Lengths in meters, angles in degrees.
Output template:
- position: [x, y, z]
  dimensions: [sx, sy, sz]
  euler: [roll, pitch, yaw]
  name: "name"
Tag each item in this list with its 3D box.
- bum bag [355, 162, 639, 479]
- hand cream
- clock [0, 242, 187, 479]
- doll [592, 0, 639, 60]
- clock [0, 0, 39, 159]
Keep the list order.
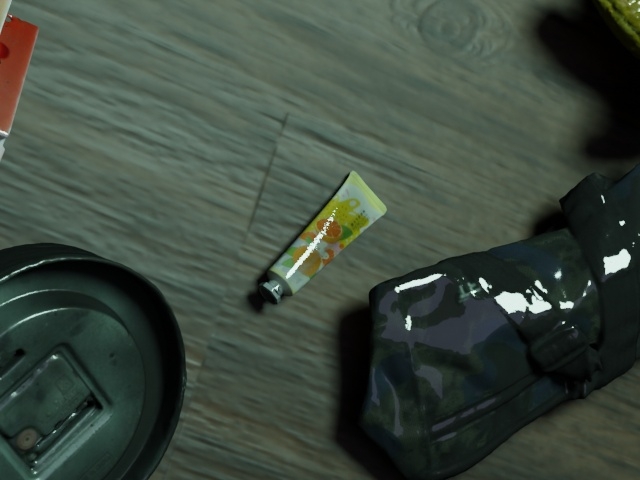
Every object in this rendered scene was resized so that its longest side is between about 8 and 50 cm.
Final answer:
- position: [0.152, 0.043, 1.102]
  dimensions: [0.310, 0.074, 0.137]
  euler: [-26, 104, -20]
  name: "bum bag"
- position: [0.000, 0.000, 1.067]
  dimensions: [0.102, 0.022, 0.035]
  euler: [-45, 100, -23]
  name: "hand cream"
- position: [-0.160, 0.089, 0.945]
  dimensions: [0.184, 0.040, 0.184]
  euler: [-18, 120, -34]
  name: "clock"
- position: [0.261, -0.122, 1.129]
  dimensions: [0.209, 0.097, 0.137]
  euler: [44, 35, -21]
  name: "doll"
- position: [-0.250, -0.164, 0.892]
  dimensions: [0.235, 0.166, 0.309]
  euler: [24, 86, -21]
  name: "clock"
